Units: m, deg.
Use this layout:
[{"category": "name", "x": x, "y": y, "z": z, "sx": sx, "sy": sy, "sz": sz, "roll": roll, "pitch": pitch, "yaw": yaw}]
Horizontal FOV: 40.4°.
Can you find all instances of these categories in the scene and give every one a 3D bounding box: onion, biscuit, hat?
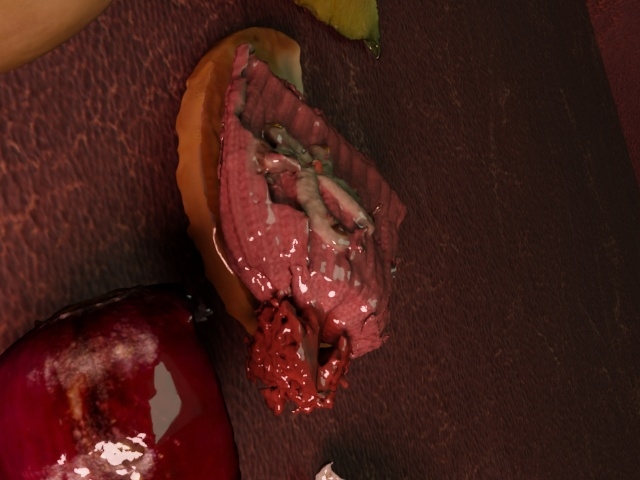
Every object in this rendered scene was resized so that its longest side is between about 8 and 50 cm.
[{"category": "onion", "x": -0.111, "y": 0.126, "z": 0.472, "sx": 0.173, "sy": 0.135, "sz": 0.198, "roll": 106, "pitch": -29, "yaw": -77}, {"category": "biscuit", "x": -0.052, "y": -0.039, "z": 0.747, "sx": 0.204, "sy": 0.040, "sz": 0.309, "roll": -3, "pitch": 81, "yaw": -61}, {"category": "hat", "x": 0.000, "y": 0.000, "z": 0.669, "sx": 0.236, "sy": 0.107, "sz": 0.286, "roll": 40, "pitch": 40, "yaw": -33}]

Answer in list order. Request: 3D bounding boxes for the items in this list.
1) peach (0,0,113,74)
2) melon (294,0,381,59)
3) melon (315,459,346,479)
[{"category": "peach", "x": -0.197, "y": -0.204, "z": 0.345, "sx": 0.292, "sy": 0.247, "sz": 0.292, "roll": -10, "pitch": 90, "yaw": -71}, {"category": "melon", "x": 0.011, "y": -0.275, "z": 0.946, "sx": 0.261, "sy": 0.053, "sz": 0.114, "roll": 33, "pitch": 59, "yaw": -51}, {"category": "melon", "x": 0.038, "y": 0.290, "z": 0.726, "sx": 0.203, "sy": 0.093, "sz": 0.139, "roll": 61, "pitch": 40, "yaw": -18}]
